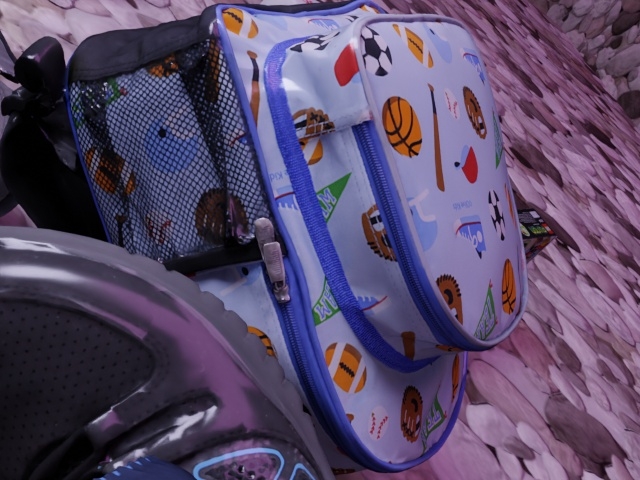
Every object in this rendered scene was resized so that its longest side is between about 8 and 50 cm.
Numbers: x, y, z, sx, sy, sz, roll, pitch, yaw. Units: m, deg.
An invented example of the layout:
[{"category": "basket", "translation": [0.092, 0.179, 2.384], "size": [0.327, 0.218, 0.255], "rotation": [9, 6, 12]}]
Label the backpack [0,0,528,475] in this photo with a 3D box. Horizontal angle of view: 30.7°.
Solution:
[{"category": "backpack", "translation": [0.000, 0.000, 0.648], "size": [0.276, 0.213, 0.263], "rotation": [-21, 103, -58]}]

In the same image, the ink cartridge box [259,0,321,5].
[{"category": "ink cartridge box", "translation": [0.022, -0.134, 1.127], "size": [0.154, 0.093, 0.212], "rotation": [22, 29, -42]}]

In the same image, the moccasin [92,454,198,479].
[{"category": "moccasin", "translation": [-0.144, 0.126, 0.288], "size": [0.117, 0.137, 0.342], "rotation": [35, 25, 16]}]

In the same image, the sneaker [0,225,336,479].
[{"category": "sneaker", "translation": [-0.051, 0.127, 0.487], "size": [0.341, 0.125, 0.139], "rotation": [40, 27, -4]}]

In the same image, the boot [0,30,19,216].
[{"category": "boot", "translation": [-0.288, -0.157, 0.643], "size": [0.223, 0.118, 0.338], "rotation": [24, 36, -54]}]

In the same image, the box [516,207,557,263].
[{"category": "box", "translation": [0.119, 0.024, 0.980], "size": [0.036, 0.114, 0.207], "rotation": [51, 23, 17]}]
